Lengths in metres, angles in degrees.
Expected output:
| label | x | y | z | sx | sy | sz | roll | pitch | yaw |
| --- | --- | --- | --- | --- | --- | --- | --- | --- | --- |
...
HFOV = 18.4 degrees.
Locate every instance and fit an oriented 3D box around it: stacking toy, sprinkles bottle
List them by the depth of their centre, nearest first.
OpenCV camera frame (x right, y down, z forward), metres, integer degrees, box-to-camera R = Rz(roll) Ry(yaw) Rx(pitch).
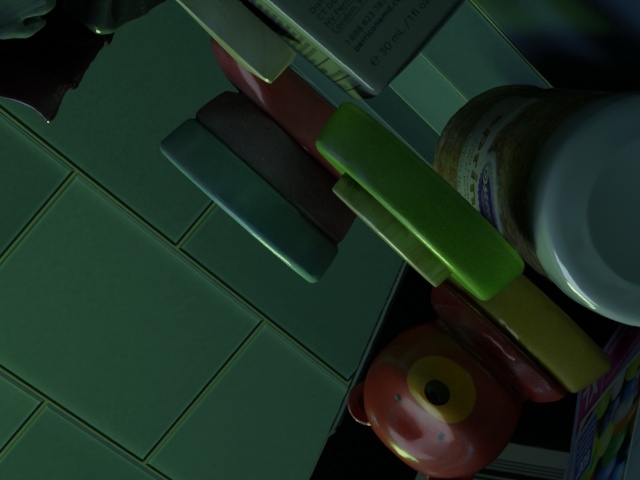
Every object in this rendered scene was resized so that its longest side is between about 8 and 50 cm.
| label | x | y | z | sx | sy | sz | roll | pitch | yaw |
| --- | --- | --- | --- | --- | --- | --- | --- | --- | --- |
| stacking toy | 0.000 | 0.000 | 1.139 | 0.309 | 0.130 | 0.279 | 42 | 180 | 24 |
| sprinkles bottle | 0.152 | -0.030 | 1.163 | 0.121 | 0.121 | 0.355 | 40 | 180 | -8 |

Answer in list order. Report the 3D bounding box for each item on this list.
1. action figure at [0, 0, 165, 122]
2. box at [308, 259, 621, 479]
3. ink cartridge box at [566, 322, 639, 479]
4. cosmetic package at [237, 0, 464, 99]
| label | x | y | z | sx | sy | sz | roll | pitch | yaw |
| --- | --- | --- | --- | --- | --- | --- | --- | --- | --- |
| action figure | -0.294 | -0.174 | 1.218 | 0.370 | 0.275 | 0.248 | 16 | 155 | 18 |
| box | 0.201 | 0.324 | 1.471 | 0.297 | 0.479 | 0.472 | 6 | 149 | 35 |
| ink cartridge box | 0.189 | 0.140 | 1.083 | 0.065 | 0.185 | 0.311 | 21 | -138 | -7 |
| cosmetic package | -0.057 | -0.215 | 1.064 | 0.309 | 0.113 | 0.160 | 41 | 180 | -6 |
